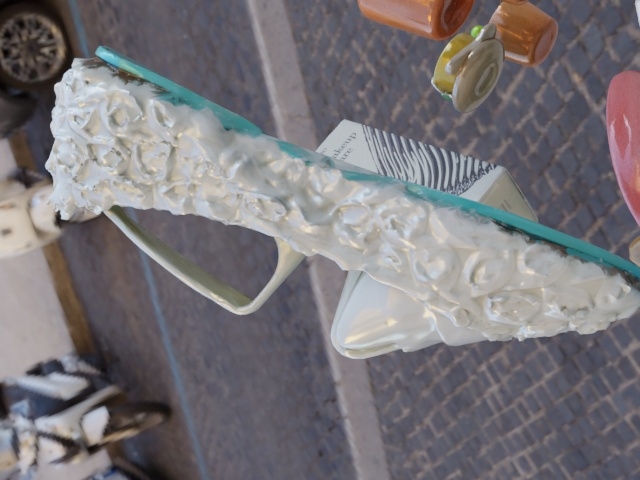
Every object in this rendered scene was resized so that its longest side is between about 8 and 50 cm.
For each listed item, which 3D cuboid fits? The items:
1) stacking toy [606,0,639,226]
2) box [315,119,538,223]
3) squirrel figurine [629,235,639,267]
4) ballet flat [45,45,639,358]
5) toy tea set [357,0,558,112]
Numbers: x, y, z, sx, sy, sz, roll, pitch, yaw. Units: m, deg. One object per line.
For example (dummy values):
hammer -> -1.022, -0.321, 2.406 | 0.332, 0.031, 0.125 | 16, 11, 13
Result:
stacking toy -> 0.375, -0.069, 0.838 | 0.309, 0.280, 0.130 | 36, 139, -28
box -> 0.097, -0.044, 1.153 | 0.275, 0.113, 0.094 | 23, 160, 49
squirrel figurine -> 0.663, -0.006, 1.329 | 0.281, 0.370, 0.397 | 56, 145, 5
ballet flat -> 0.000, 0.000, 0.698 | 0.409, 0.147, 0.147 | 23, 138, 8
toy tea set -> 0.143, -0.258, 1.092 | 0.124, 0.200, 0.336 | 34, 173, 27
